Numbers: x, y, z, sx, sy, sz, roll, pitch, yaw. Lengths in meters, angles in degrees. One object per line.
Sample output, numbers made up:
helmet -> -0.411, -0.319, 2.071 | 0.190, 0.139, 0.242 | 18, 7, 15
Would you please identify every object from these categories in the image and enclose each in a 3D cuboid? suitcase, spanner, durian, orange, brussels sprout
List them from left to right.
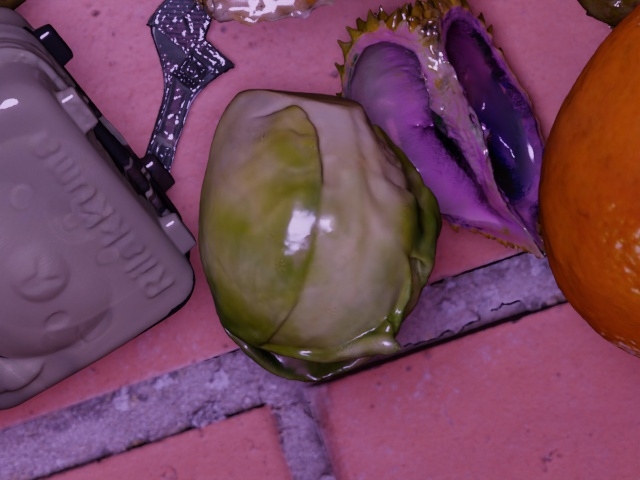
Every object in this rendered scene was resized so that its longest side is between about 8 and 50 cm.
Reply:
suitcase -> -0.312, 0.002, 1.724 | 0.339, 0.194, 0.351 | -31, 134, 5
spanner -> -0.158, -0.091, 1.871 | 0.093, 0.026, 0.325 | 16, 99, -10
brussels sprout -> -0.002, 0.000, 1.790 | 0.227, 0.259, 0.294 | -6, 101, -7
durian -> 0.113, -0.120, 1.856 | 0.186, 0.154, 0.260 | -7, 114, 17
orange -> 0.403, -0.065, 1.758 | 0.326, 0.424, 0.424 | 39, 94, 26

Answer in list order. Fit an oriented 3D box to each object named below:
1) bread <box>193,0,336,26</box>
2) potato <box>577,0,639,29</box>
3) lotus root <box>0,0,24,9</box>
bread -> -0.013, -0.354, 1.732 | 0.315, 0.248, 0.279 | -26, 105, -7
potato -> 0.318, -0.273, 1.858 | 0.176, 0.137, 0.137 | -12, 103, -27
lotus root -> -0.398, -0.239, 1.722 | 0.397, 0.196, 0.179 | -28, 94, 0
